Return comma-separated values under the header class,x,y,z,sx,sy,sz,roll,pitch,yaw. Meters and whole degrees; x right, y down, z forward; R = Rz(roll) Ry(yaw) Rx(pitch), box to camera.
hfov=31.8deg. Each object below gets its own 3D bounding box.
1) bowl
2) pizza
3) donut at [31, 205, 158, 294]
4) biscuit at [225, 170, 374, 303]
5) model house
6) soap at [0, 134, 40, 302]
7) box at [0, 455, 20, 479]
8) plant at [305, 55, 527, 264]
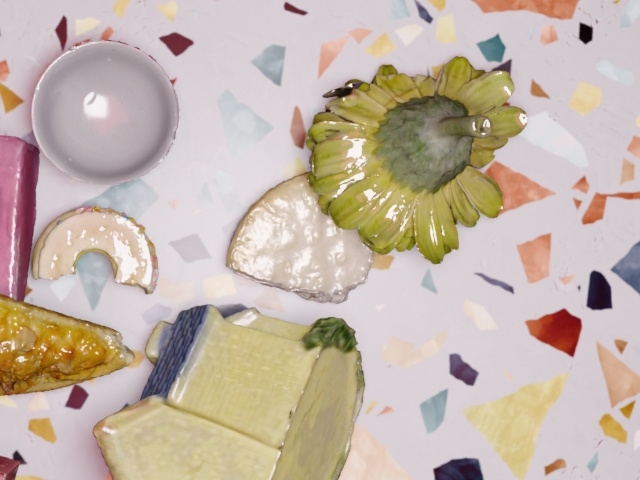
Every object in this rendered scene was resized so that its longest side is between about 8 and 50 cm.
class,x,y,z,sx,sy,sz,roll,pitch,yaw
bowl,-0.280,-0.165,1.478,0.189,0.086,0.189,0,91,-8
pizza,-0.417,0.155,1.427,0.268,0.258,0.087,21,57,-47
donut,-0.293,0.009,1.485,0.166,0.065,0.108,8,89,-6
biscuit,0.000,0.000,1.518,0.266,0.040,0.188,-23,99,-14
model house,-0.119,0.241,1.449,0.266,0.261,0.321,15,69,18
soap,-0.551,-0.024,1.425,0.360,0.128,0.232,3,87,-7
box,-0.439,0.356,1.444,0.060,0.111,0.156,13,87,-6
plant,0.114,-0.137,1.456,0.261,0.297,0.305,27,82,19
